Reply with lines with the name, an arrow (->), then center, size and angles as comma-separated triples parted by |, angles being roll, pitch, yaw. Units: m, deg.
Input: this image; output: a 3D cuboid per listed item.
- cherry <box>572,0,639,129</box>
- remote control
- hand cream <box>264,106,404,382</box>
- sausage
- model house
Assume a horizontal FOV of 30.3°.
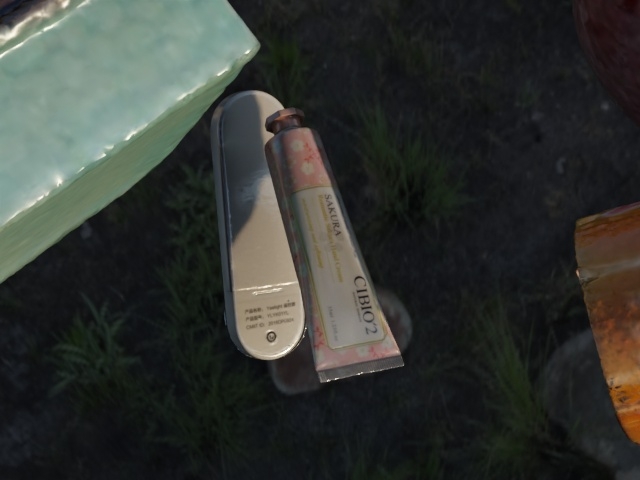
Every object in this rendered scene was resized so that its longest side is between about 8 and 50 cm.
cherry -> 0.281, -0.162, 0.735 | 0.236, 0.285, 0.213 | -9, 49, 39
remote control -> -0.056, -0.013, 1.071 | 0.077, 0.022, 0.245 | -7, 95, -28
hand cream -> 0.000, 0.000, 0.863 | 0.067, 0.043, 0.210 | -8, 68, -25
sausage -> 0.406, 0.052, 1.097 | 0.287, 0.233, 0.233 | -14, 58, 19
model house -> -0.234, -0.110, 0.712 | 0.280, 0.230, 0.249 | -40, 92, -31
